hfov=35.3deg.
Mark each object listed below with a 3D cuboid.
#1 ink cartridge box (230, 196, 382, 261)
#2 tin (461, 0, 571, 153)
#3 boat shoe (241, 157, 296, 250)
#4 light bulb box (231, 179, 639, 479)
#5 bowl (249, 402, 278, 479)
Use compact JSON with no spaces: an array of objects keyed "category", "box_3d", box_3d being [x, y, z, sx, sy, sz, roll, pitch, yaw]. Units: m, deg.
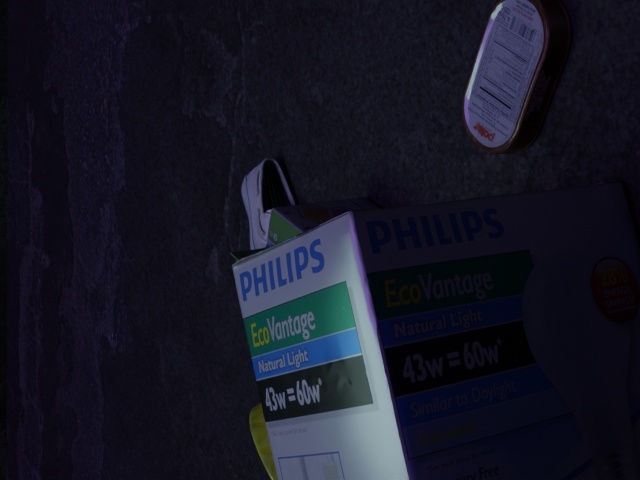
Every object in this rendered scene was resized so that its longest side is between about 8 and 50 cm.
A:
[{"category":"ink cartridge box","box_3d":[0.000,0.000,1.315,0.109,0.209,0.062,39,128,47]},{"category":"tin","box_3d":[0.212,-0.185,1.113,0.106,0.040,0.189,51,136,46]},{"category":"boat shoe","box_3d":[-0.068,-0.024,1.534,0.076,0.083,0.226,-54,51,48]},{"category":"light bulb box","box_3d":[0.146,0.150,0.981,0.225,0.358,0.360,-24,77,54]},{"category":"bowl","box_3d":[0.056,0.291,1.306,0.156,0.289,0.289,-37,55,5]}]
